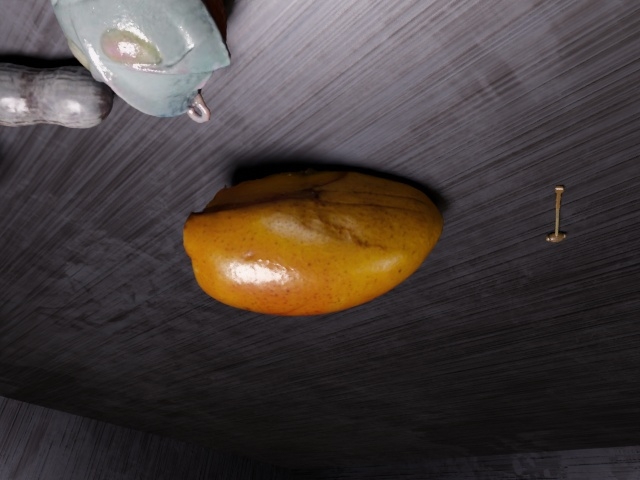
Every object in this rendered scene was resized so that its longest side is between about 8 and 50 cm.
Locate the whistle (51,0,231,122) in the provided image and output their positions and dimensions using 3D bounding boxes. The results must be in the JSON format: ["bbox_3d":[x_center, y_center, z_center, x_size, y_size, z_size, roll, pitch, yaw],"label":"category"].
[{"bbox_3d":[-0.178,-0.238,0.396,0.142,0.134,0.346,32,156,44],"label":"whistle"}]

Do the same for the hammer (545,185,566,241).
[{"bbox_3d":[0.338,-0.037,0.702,0.029,0.014,0.123,-14,140,13],"label":"hammer"}]

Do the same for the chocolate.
[{"bbox_3d":[-0.323,-0.166,0.566,0.167,0.072,0.072,1,146,4],"label":"chocolate"}]

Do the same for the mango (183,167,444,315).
[{"bbox_3d":[0.000,0.000,0.677,0.351,0.198,0.201,-3,177,-8],"label":"mango"}]
